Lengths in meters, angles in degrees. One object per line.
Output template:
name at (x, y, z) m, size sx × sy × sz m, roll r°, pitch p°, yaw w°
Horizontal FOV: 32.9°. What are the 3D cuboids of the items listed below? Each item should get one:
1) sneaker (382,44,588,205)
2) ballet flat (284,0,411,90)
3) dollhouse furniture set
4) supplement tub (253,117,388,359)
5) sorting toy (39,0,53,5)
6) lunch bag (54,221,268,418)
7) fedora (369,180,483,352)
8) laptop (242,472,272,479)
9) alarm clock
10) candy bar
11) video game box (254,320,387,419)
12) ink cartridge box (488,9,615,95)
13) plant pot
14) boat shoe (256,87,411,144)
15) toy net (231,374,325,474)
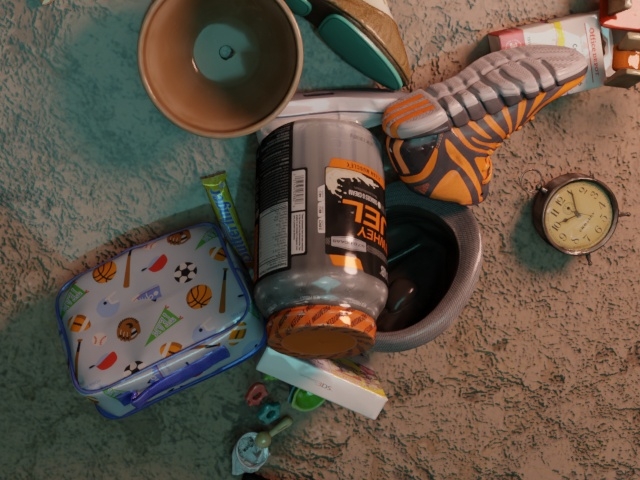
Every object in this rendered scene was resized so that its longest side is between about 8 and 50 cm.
sneaker at (0.254, -0.168, 1.624) m, size 0.321 × 0.124 × 0.180 m, roll -21°, pitch 124°, yaw -2°
ballet flat at (0.014, -0.362, 1.602) m, size 0.342 × 0.116 × 0.124 m, roll 32°, pitch 75°, yaw -11°
dollhouse furniture set at (0.552, -0.353, 1.658) m, size 0.259 × 0.135 × 0.261 m, roll 5°, pitch 84°, yaw -7°
supplement tub at (0.000, 0.000, 1.564) m, size 0.194 × 0.193 × 0.315 m, roll 4°, pitch 66°, yaw -10°
sorting toy at (-0.371, -0.430, 1.545) m, size 0.275 × 0.046 × 0.132 m, roll -32°, pitch 107°, yaw 0°
lunch bag at (-0.240, 0.124, 1.602) m, size 0.303 × 0.243 × 0.115 m, roll -27°, pitch 143°, yaw 0°
fedora at (0.129, 0.057, 1.681) m, size 0.244 × 0.124 × 0.275 m, roll 21°, pitch 74°, yaw 23°
laptop at (0.048, 0.612, 1.888) m, size 0.408 × 0.236 × 0.381 m, roll 18°, pitch 102°, yaw 16°
alarm clock at (0.395, -0.055, 1.748) m, size 0.192 × 0.064 × 0.129 m, roll 35°, pitch 97°, yaw -17°
candy bar at (-0.142, -0.027, 1.697) m, size 0.040 × 0.018 × 0.161 m, roll -19°, pitch 105°, yaw -3°
video game box at (-0.009, 0.187, 1.683) m, size 0.205 × 0.187 × 0.048 m, roll 25°, pitch 99°, yaw -13°
ink cartridge box at (0.372, -0.286, 1.683) m, size 0.198 × 0.067 × 0.115 m, roll -14°, pitch 105°, yaw -5°
plant pot at (-0.141, -0.272, 1.578) m, size 0.238 × 0.110 × 0.237 m, roll 0°, pitch 103°, yaw 2°
boat shoe at (0.027, -0.183, 1.653) m, size 0.258 × 0.095 × 0.084 m, roll -2°, pitch 109°, yaw 3°
toy net at (-0.085, 0.297, 1.744) m, size 0.122 × 0.045 × 0.232 m, roll 18°, pitch 110°, yaw -42°
